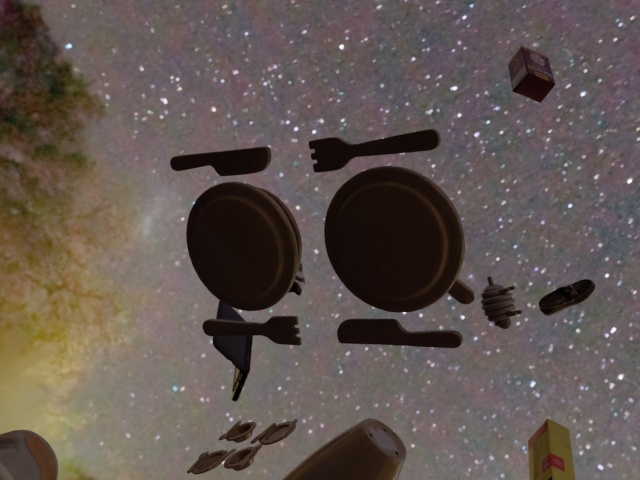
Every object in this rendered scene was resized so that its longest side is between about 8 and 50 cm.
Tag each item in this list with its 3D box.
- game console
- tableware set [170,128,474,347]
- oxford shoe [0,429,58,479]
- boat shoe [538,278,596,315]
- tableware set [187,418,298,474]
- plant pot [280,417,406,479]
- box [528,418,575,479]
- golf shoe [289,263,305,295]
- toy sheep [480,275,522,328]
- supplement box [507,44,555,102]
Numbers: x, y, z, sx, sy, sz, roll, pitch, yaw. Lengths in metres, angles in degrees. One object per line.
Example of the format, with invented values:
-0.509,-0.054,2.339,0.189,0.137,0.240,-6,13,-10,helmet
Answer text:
-0.148,0.175,1.040,0.071,0.122,0.107,17,-62,-11,game console
0.000,0.000,0.409,0.194,0.039,0.128,-2,-77,30,tableware set
-0.533,0.381,0.948,0.449,0.130,0.169,-26,-88,32,oxford shoe
0.525,0.116,1.383,0.038,0.125,0.046,48,19,-42,boat shoe
-0.124,0.325,1.029,0.168,0.141,0.020,-17,-81,38,tableware set
0.076,0.570,1.552,0.256,0.256,0.274,42,-74,19,plant pot
0.480,0.484,1.348,0.058,0.232,0.087,28,-59,2,box
-0.126,0.084,1.358,0.067,0.186,0.086,92,-8,-49,golf shoe
0.428,0.149,1.560,0.091,0.091,0.132,-27,-107,58,toy sheep
0.346,-0.275,1.067,0.055,0.083,0.043,18,-43,-14,supplement box
